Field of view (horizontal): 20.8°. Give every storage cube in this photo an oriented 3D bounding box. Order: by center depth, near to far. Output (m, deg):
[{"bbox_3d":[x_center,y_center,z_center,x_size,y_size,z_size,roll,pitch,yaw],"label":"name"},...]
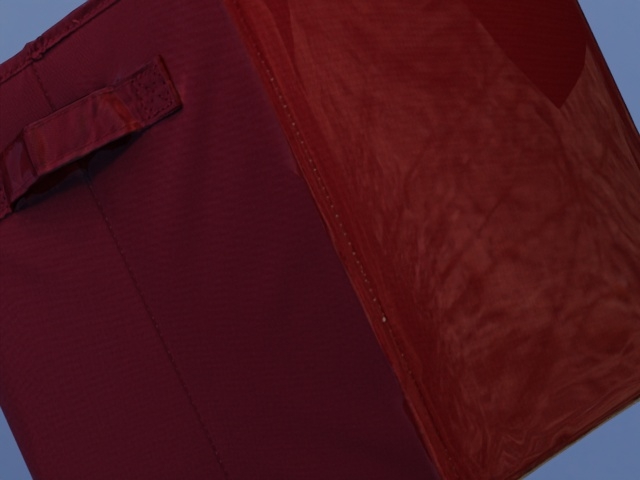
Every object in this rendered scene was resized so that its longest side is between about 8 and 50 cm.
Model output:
[{"bbox_3d":[0.000,0.000,0.627,0.215,0.184,0.193,-20,-95,-50],"label":"storage cube"}]
